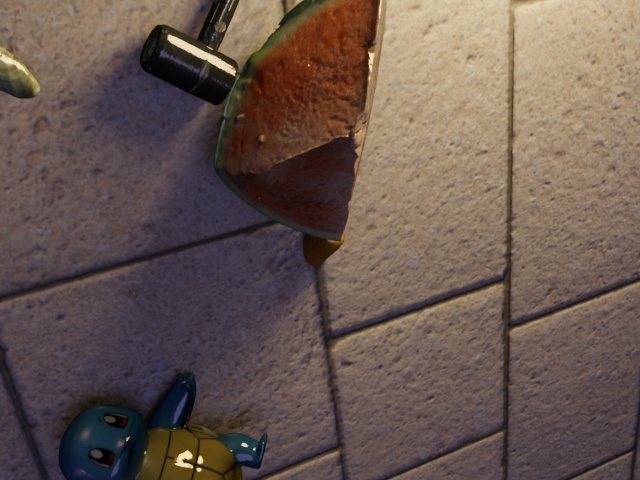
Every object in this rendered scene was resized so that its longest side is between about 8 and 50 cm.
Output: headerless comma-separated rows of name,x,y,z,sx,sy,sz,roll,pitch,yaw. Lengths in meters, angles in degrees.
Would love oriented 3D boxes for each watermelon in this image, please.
watermelon,-0.032,-0.193,1.093,0.222,0.319,0.292,7,71,1

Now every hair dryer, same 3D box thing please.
hair dryer,-0.152,-0.311,1.048,0.124,0.071,0.219,25,94,-32

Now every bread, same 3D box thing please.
bread,-0.001,0.000,1.279,0.049,0.103,0.062,-19,77,-29

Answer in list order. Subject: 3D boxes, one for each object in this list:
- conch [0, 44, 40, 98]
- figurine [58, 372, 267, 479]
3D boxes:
conch,-0.501,-0.261,0.844,0.203,0.169,0.386,-28,124,19
figurine,-0.226,0.396,1.272,0.416,0.243,0.297,46,46,-37
